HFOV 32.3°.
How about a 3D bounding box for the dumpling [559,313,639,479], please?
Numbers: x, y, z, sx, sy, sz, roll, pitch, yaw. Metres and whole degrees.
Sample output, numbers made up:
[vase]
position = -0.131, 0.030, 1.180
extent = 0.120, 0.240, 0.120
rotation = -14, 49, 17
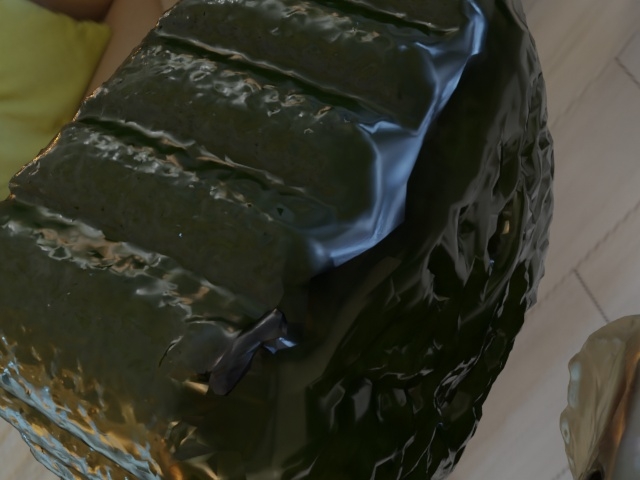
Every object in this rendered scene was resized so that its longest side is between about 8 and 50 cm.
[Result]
[dumpling]
position = 0.205, 0.245, 0.601
extent = 0.315, 0.233, 0.395
rotation = 106, 145, -69

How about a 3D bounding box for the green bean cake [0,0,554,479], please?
[green bean cake]
position = -0.004, 0.021, 0.477
extent = 0.156, 0.247, 0.250
rotation = 24, 62, 25
